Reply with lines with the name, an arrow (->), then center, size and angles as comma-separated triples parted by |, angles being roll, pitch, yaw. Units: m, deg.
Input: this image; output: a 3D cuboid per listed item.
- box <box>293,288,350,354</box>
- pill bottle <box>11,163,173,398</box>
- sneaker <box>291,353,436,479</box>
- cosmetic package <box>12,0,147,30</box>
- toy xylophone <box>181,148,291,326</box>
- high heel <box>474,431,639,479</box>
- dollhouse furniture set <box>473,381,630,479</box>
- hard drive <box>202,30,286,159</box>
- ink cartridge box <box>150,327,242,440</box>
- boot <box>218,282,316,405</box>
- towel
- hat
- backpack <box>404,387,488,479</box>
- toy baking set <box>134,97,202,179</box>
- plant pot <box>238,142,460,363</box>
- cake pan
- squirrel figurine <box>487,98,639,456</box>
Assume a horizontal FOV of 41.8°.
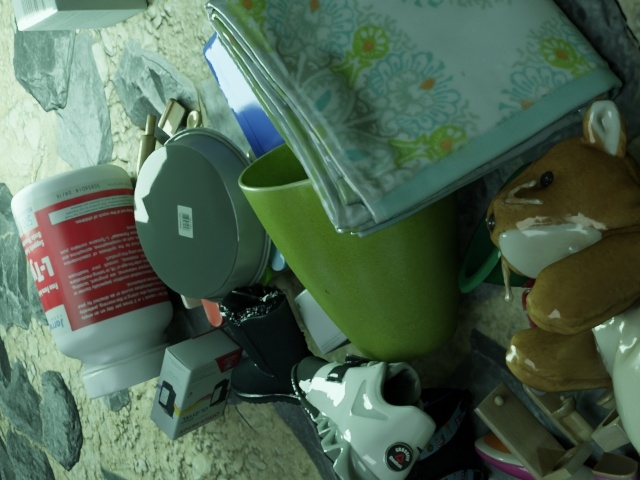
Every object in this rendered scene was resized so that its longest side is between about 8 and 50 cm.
box -> 0.035, 0.099, 1.261 | 0.101, 0.087, 0.102 | -42, 72, 42
pill bottle -> -0.418, 0.080, 1.594 | 0.229, 0.229, 0.407 | -23, 85, 45
sneaker -> 0.062, 0.210, 1.085 | 0.122, 0.146, 0.330 | 46, 179, -21
cosmetic package -> -0.437, -0.466, 1.493 | 0.151, 0.184, 0.151 | -5, 99, 45
toy xylophone -> -0.144, -0.006, 1.410 | 0.323, 0.081, 0.236 | -35, 76, 43
high heel -> 0.310, 0.313, 1.076 | 0.244, 0.082, 0.117 | -2, 116, 44
dollhouse furniture set -> 0.296, 0.180, 0.976 | 0.123, 0.144, 0.151 | 48, 149, 10
hard drive -> -0.062, -0.262, 1.216 | 0.210, 0.040, 0.319 | 63, 150, 2
ink cartridge box -> -0.228, 0.263, 1.533 | 0.072, 0.127, 0.175 | 36, 125, 29
boot -> -0.099, 0.163, 1.346 | 0.246, 0.094, 0.207 | -3, 124, 49
towel -> 0.102, -0.208, 0.932 | 0.320, 0.374, 0.090 | 58, 162, 14
hat -> 0.285, 0.030, 1.025 | 0.183, 0.173, 0.208 | 27, 148, -1
backpack -> 0.134, 0.297, 1.159 | 0.117, 0.173, 0.158 | -7, 97, 45
toy baking set -> -0.271, -0.126, 1.478 | 0.197, 0.030, 0.256 | 12, 92, 48
plant pot -> 0.074, 0.004, 1.102 | 0.275, 0.275, 0.293 | -3, 116, 44
cake pan -> -0.201, -0.034, 1.352 | 0.293, 0.054, 0.293 | 12, 109, 38
squirrel figurine -> 0.358, 0.032, 0.795 | 0.370, 0.397, 0.281 | -112, 5, -47
